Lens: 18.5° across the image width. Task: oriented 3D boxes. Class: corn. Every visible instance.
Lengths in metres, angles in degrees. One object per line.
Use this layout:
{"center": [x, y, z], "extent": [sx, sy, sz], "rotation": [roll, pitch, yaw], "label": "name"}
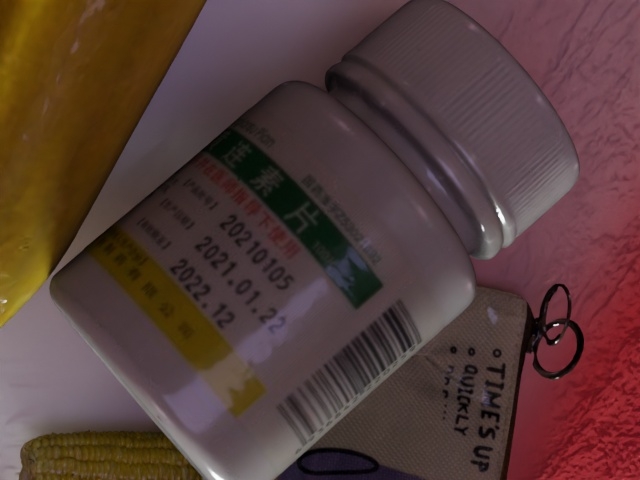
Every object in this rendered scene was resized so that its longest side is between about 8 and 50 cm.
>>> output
{"center": [-0.151, 0.185, 1.505], "extent": [0.165, 0.063, 0.085], "rotation": [6, 106, -21], "label": "corn"}

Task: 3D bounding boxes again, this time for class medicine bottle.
{"center": [0.000, 0.000, 1.373], "extent": [0.339, 0.208, 0.208], "rotation": [-41, 120, -8], "label": "medicine bottle"}

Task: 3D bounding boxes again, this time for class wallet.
{"center": [0.044, 0.172, 1.521], "extent": [0.274, 0.068, 0.335], "rotation": [13, 89, -19], "label": "wallet"}

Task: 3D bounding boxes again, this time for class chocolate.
{"center": [-0.221, -0.065, 1.326], "extent": [0.162, 0.162, 0.445], "rotation": [21, 111, -26], "label": "chocolate"}
